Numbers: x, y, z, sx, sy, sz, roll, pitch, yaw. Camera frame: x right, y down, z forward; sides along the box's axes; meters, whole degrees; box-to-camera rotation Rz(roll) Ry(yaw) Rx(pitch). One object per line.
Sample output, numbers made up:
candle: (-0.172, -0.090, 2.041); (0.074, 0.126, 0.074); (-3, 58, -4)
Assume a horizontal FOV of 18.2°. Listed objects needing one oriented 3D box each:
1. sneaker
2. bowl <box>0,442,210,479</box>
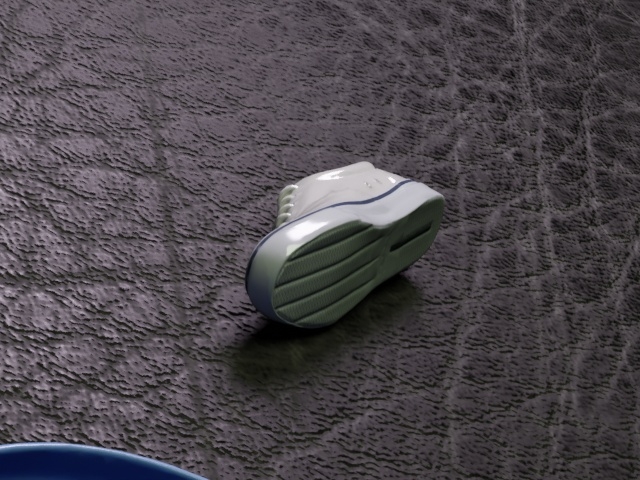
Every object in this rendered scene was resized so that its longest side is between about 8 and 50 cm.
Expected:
sneaker: (0.000, 0.000, 1.516); (0.091, 0.094, 0.258); (23, 20, 23)
bowl: (-0.088, 0.268, 1.007); (0.391, 0.077, 0.391); (24, 29, -14)
